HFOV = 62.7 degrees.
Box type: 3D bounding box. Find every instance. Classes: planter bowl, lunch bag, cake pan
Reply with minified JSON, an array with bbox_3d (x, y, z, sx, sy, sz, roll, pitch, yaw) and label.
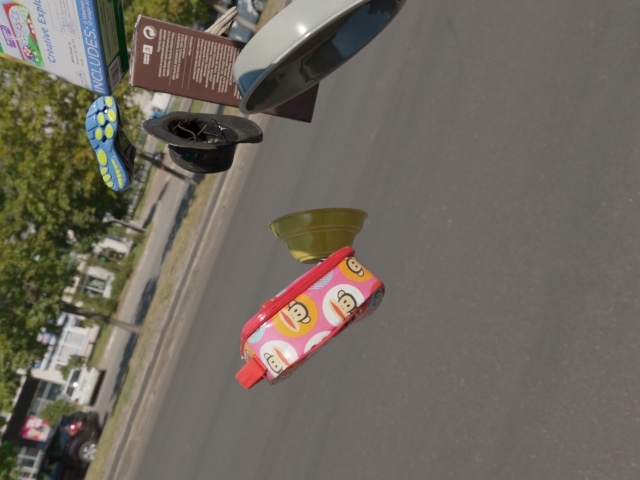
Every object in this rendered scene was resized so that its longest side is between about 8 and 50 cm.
[{"bbox_3d":[0.000,0.000,1.136,0.217,0.217,0.090,151,115,-62],"label":"planter bowl"},{"bbox_3d":[-0.035,0.149,0.874,0.258,0.120,0.293,-38,-10,-20],"label":"lunch bag"},{"bbox_3d":[-0.008,-0.288,0.763,0.293,0.054,0.293,-33,5,3],"label":"cake pan"}]

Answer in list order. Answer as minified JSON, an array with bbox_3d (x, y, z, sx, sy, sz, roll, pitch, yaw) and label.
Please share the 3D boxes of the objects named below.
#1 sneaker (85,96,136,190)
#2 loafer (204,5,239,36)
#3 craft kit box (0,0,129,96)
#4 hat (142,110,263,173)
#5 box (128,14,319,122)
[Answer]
[{"bbox_3d":[-0.420,-0.196,1.065,0.078,0.067,0.188,-79,-18,-71],"label":"sneaker"},{"bbox_3d":[-0.230,-0.480,1.199,0.125,0.039,0.045,-34,28,15],"label":"loafer"},{"bbox_3d":[-0.297,-0.268,0.444,0.250,0.246,0.061,115,172,-56],"label":"craft kit box"},{"bbox_3d":[-0.333,-0.266,1.502,0.331,0.331,0.134,-107,23,-60],"label":"hat"},{"bbox_3d":[-0.209,-0.362,1.136,0.191,0.381,0.143,-140,58,-64],"label":"box"}]
